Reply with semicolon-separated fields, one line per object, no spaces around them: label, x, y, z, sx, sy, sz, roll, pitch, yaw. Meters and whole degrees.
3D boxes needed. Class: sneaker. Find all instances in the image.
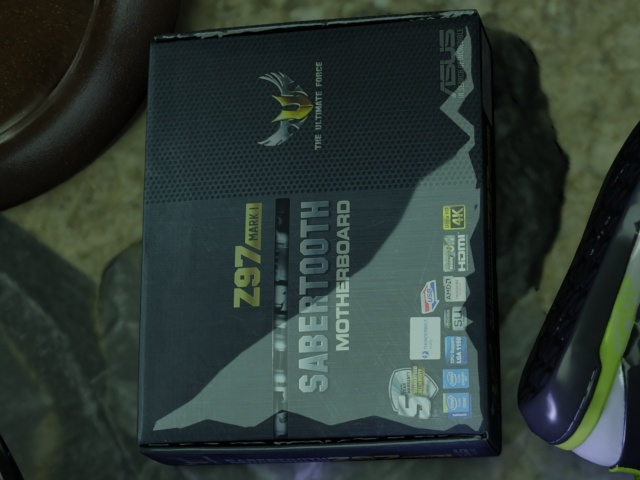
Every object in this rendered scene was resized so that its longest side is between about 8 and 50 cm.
sneaker;0.183;0.016;0.873;0.097;0.084;0.235;28;82;-6

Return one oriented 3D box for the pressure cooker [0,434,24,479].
pressure cooker;-0.337;0.183;0.764;0.420;0.370;0.375;-51;41;-8

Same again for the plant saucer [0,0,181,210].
plant saucer;-0.228;-0.153;0.927;0.310;0.050;0.311;-1;105;-3

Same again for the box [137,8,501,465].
box;0.000;0.000;0.915;0.183;0.059;0.233;-3;73;13
